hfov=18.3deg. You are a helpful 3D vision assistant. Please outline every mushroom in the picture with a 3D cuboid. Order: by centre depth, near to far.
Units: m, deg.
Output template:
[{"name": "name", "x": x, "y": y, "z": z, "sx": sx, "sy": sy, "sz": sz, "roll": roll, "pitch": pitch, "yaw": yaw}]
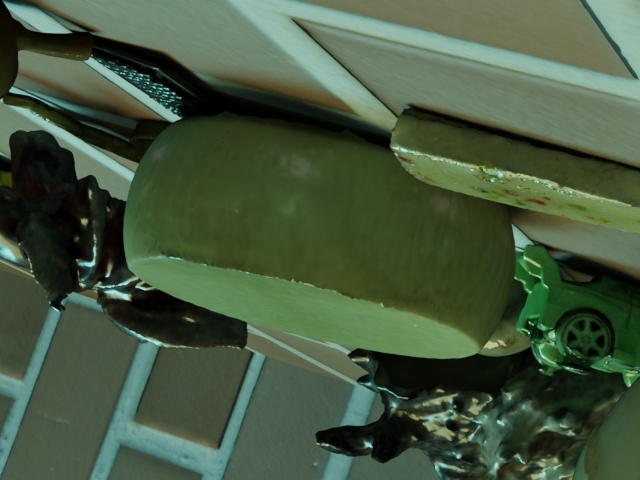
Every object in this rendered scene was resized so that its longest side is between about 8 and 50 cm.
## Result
[{"name": "mushroom", "x": 0.128, "y": 0.039, "z": 1.445, "sx": 0.085, "sy": 0.085, "sz": 0.079, "roll": 13, "pitch": 142, "yaw": 41}, {"name": "mushroom", "x": -0.121, "y": -0.059, "z": 1.550, "sx": 0.286, "sy": 0.028, "sz": 0.026, "roll": 25, "pitch": -146, "yaw": -30}]

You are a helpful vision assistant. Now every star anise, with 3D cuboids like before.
[{"name": "star anise", "x": -0.159, "y": 0.007, "z": 1.496, "sx": 0.282, "sy": 0.129, "sz": 0.212, "roll": 36, "pitch": 169, "yaw": -26}]

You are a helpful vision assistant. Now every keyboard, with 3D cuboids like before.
[{"name": "keyboard", "x": -0.087, "y": -0.086, "z": 1.257, "sx": 0.074, "sy": 0.015, "sz": 0.196, "roll": 17, "pitch": 172, "yaw": 26}]

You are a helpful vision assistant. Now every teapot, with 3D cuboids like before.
[{"name": "teapot", "x": -0.189, "y": -0.124, "z": 1.154, "sx": 0.110, "sy": 0.085, "sz": 0.080, "roll": -7, "pitch": 151, "yaw": -9}]

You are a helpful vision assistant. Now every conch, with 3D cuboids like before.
[{"name": "conch", "x": 0.159, "y": 0.132, "z": 1.525, "sx": 0.313, "sy": 0.186, "sz": 0.240, "roll": 14, "pitch": 177, "yaw": 5}]

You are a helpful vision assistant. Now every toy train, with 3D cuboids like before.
[{"name": "toy train", "x": 0.199, "y": 0.060, "z": 1.376, "sx": 0.149, "sy": 0.081, "sz": 0.099, "roll": 14, "pitch": 173, "yaw": -5}]

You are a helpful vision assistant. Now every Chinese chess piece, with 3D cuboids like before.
[{"name": "Chinese chess piece", "x": 0.000, "y": 0.000, "z": 1.256, "sx": 0.250, "sy": 0.101, "sz": 0.250, "roll": 13, "pitch": 171, "yaw": 2}]

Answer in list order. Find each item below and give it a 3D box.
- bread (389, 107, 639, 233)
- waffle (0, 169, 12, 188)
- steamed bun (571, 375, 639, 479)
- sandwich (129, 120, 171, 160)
[{"name": "bread", "x": 0.114, "y": -0.034, "z": 1.062, "sx": 0.153, "sy": 0.028, "sz": 0.068, "roll": 15, "pitch": 170, "yaw": 19}, {"name": "waffle", "x": -0.291, "y": -0.028, "z": 2.090, "sx": 0.307, "sy": 0.060, "sz": 0.312, "roll": 17, "pitch": 174, "yaw": 14}, {"name": "steamed bun", "x": 0.303, "y": 0.208, "z": 1.171, "sx": 0.334, "sy": 0.334, "sz": 0.374, "roll": 21, "pitch": -157, "yaw": -8}, {"name": "sandwich", "x": -0.086, "y": -0.057, "z": 1.413, "sx": 0.135, "sy": 0.029, "sz": 0.067, "roll": 17, "pitch": 172, "yaw": 27}]
